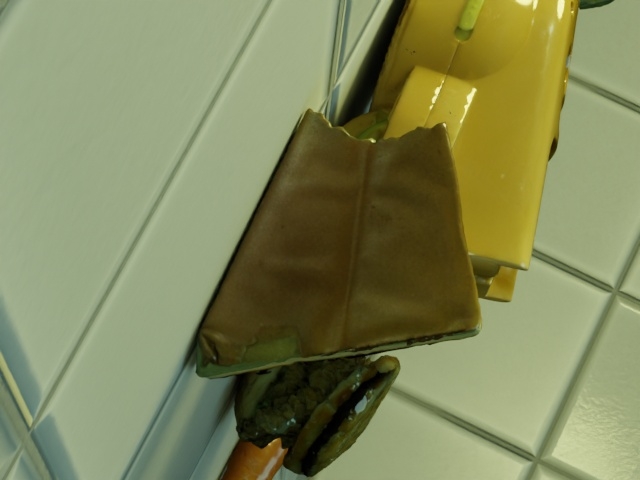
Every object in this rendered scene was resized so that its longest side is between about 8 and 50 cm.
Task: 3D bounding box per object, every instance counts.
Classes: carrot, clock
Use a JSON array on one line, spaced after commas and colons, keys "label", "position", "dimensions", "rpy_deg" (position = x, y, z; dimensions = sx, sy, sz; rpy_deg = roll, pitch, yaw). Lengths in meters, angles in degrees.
[{"label": "carrot", "position": [-0.081, 0.256, 2.058], "dimensions": [0.062, 0.066, 0.271], "rpy_deg": [54, 54, -33]}, {"label": "clock", "position": [0.125, -0.122, 1.660], "dimensions": [0.244, 0.200, 0.317], "rpy_deg": [101, 8, -79]}]

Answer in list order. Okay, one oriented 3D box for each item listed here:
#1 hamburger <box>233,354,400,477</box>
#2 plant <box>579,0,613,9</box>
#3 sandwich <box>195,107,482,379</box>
[{"label": "hamburger", "position": [-0.018, 0.144, 1.790], "dimensions": [0.159, 0.131, 0.185], "rpy_deg": [-57, 171, 24]}, {"label": "plant", "position": [0.305, -0.339, 2.288], "dimensions": [0.261, 0.297, 0.306], "rpy_deg": [-11, -116, 59]}, {"label": "sandwich", "position": [0.000, 0.000, 1.414], "dimensions": [0.108, 0.220, 0.186], "rpy_deg": [47, 33, -81]}]
